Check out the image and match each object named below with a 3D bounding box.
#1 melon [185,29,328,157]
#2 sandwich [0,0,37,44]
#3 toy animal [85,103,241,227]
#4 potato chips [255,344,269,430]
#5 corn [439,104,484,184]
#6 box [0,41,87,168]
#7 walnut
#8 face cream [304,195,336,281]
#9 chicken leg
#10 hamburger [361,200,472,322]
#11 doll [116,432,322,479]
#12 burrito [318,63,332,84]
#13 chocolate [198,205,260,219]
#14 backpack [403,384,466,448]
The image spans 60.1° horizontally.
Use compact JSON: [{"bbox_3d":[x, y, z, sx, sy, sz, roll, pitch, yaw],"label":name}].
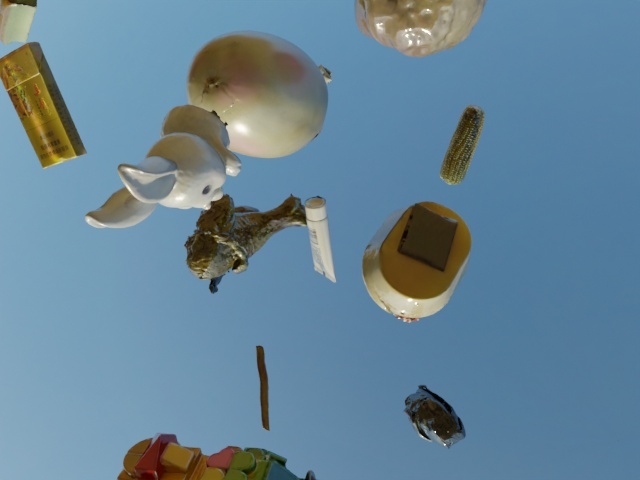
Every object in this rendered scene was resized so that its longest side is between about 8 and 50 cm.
[{"bbox_3d":[-0.108,-0.264,1.023,0.223,0.317,0.223,2,-86,24],"label":"melon"},{"bbox_3d":[-0.551,-0.498,0.989,0.212,0.063,0.245,-6,-96,56],"label":"sandwich"},{"bbox_3d":[-0.177,-0.070,0.675,0.103,0.131,0.221,-27,-154,29],"label":"toy animal"},{"bbox_3d":[-0.140,0.361,1.358,0.026,0.037,0.204,-4,-105,-4],"label":"potato chips"},{"bbox_3d":[0.351,-0.233,1.368,0.072,0.072,0.203,35,-57,33],"label":"corn"},{"bbox_3d":[-0.384,-0.182,0.760,0.089,0.022,0.156,-7,-71,31],"label":"box"},{"bbox_3d":[0.171,-0.446,0.946,0.248,0.248,0.248,-10,-112,25],"label":"walnut"},{"bbox_3d":[0.000,0.000,1.501,0.058,0.244,0.092,-28,-142,-29],"label":"face cream"},{"bbox_3d":[-0.209,-0.038,1.469,0.361,0.212,0.140,-39,-147,-23],"label":"chicken leg"},{"bbox_3d":[0.223,0.044,1.284,0.227,0.151,0.295,38,-116,5],"label":"hamburger"},{"bbox_3d":[-0.081,0.229,0.458,0.186,0.106,0.134,25,-60,1],"label":"doll"},{"bbox_3d":[-0.056,-0.501,1.798,0.203,0.064,0.064,-23,-117,26],"label":"burrito"},{"bbox_3d":[-0.295,-0.036,1.771,0.214,0.093,0.149,-5,-100,33],"label":"chocolate"},{"bbox_3d":[0.275,0.436,1.345,0.106,0.165,0.120,-39,-80,-4],"label":"backpack"}]
